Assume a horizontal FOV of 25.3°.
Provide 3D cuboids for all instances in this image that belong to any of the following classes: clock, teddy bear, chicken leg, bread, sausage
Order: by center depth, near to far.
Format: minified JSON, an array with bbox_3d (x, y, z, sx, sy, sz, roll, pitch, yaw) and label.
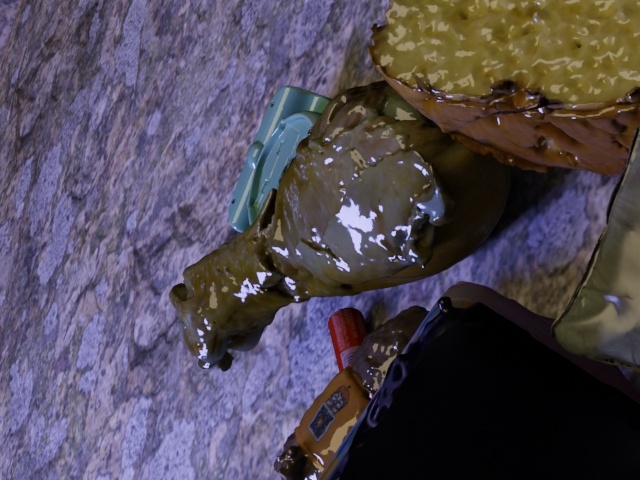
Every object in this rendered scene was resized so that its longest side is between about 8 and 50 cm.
[{"bbox_3d":[0.177,-0.126,0.965,0.261,0.147,0.160,1,66,36],"label":"bread"},{"bbox_3d":[0.050,0.140,1.074,0.190,0.140,0.177,-60,26,5],"label":"teddy bear"},{"bbox_3d":[0.000,0.000,1.195,0.429,0.153,0.201,-35,50,43],"label":"chicken leg"},{"bbox_3d":[0.033,0.115,1.215,0.034,0.034,0.129,-53,34,32],"label":"sausage"},{"bbox_3d":[-0.009,-0.052,1.355,0.211,0.066,0.159,38,108,60],"label":"clock"}]

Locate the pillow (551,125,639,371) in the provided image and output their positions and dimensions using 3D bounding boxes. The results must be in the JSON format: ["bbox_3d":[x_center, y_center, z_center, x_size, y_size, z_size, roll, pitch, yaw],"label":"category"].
[{"bbox_3d":[0.256,-0.046,0.789,0.185,0.075,0.302,18,91,19],"label":"pillow"}]

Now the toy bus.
[{"bbox_3d":[0.056,0.214,0.926,0.386,0.171,0.162,-57,-4,15],"label":"toy bus"}]
